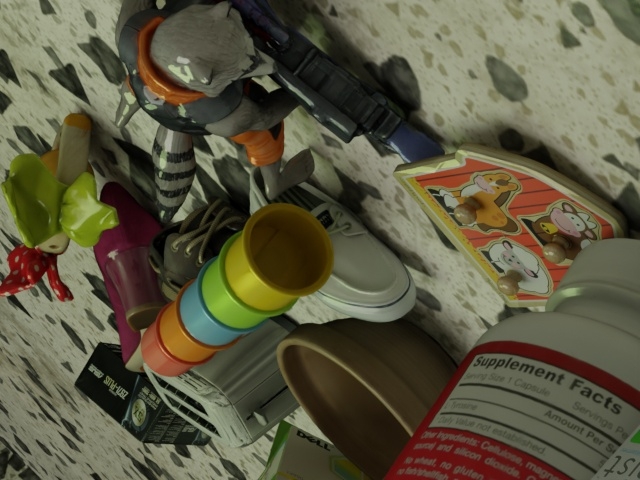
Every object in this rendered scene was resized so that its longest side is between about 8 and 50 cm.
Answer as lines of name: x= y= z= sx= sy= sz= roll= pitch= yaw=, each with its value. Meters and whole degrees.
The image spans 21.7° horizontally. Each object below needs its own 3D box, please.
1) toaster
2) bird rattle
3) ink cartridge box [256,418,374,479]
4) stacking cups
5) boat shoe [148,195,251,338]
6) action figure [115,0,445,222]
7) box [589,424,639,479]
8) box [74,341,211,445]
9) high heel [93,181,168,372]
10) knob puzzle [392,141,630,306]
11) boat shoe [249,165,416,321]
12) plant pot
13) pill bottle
toaster: x=-0.116 y=0.154 z=2.063 sx=0.227 sy=0.146 sz=0.129 roll=27 pitch=151 yaw=43
bird rattle: x=-0.317 y=-0.041 z=2.077 sx=0.143 sy=0.206 sz=0.253 roll=10 pitch=155 yaw=-6
ink cartridge box: x=0.029 y=0.278 z=1.881 sx=0.189 sy=0.255 sz=0.097 roll=26 pitch=118 yaw=-5
stacking cups: x=-0.093 y=0.069 z=1.681 sx=0.096 sy=0.096 sz=0.316 roll=47 pitch=145 yaw=1
boat shoe: x=-0.116 y=0.029 z=1.863 sx=0.130 sy=0.132 sz=0.355 roll=52 pitch=158 yaw=-12
action figure: x=-0.073 y=-0.109 z=1.462 sx=0.341 sy=0.178 sz=0.330 roll=37 pitch=168 yaw=10
box: x=0.337 y=0.133 z=1.016 sx=0.126 sy=0.231 sz=0.262 roll=54 pitch=159 yaw=-18
box: x=-0.241 y=0.223 z=2.419 sx=0.147 sy=0.077 sz=0.180 roll=36 pitch=-170 yaw=27
high heel: x=-0.227 y=0.058 z=2.236 sx=0.377 sy=0.127 sz=0.181 roll=99 pitch=157 yaw=-70
knob puzzle: x=0.166 y=-0.002 z=1.341 sx=0.213 sy=0.030 sz=0.213 roll=27 pitch=152 yaw=16
boat shoe: x=0.000 y=0.000 z=1.646 sx=0.226 sy=0.083 sz=0.075 roll=33 pitch=156 yaw=36
plant pot: x=0.074 y=0.158 z=1.751 sx=0.237 sy=0.110 sz=0.237 roll=41 pitch=159 yaw=19
pill bottle: x=0.161 y=0.203 z=1.202 sx=0.229 sy=0.407 sz=0.229 roll=30 pitch=155 yaw=15
